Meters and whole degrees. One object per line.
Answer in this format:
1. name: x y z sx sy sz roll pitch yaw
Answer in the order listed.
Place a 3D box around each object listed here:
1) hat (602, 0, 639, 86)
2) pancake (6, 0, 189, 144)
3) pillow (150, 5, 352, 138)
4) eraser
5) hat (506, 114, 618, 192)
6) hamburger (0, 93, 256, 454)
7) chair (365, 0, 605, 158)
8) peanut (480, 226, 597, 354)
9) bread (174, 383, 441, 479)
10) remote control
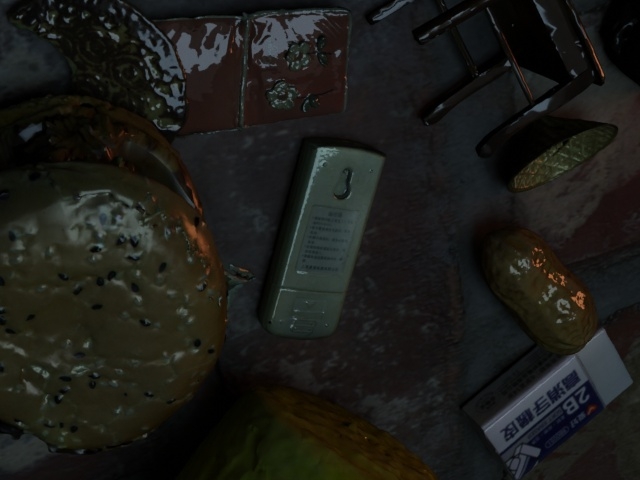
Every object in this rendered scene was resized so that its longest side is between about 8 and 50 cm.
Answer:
1. hat: 0.519 -0.228 1.247 0.336 0.209 0.238 -11 137 -19
2. pancake: -0.215 -0.141 1.042 0.184 0.020 0.191 15 114 -14
3. pillow: -0.079 -0.169 1.102 0.232 0.043 0.126 -10 119 -21
4. eraser: 0.303 0.208 1.461 0.210 0.068 0.124 -39 122 -5
5. hat: 0.269 -0.122 1.290 0.146 0.067 0.146 -24 164 -7
6. hamburger: -0.227 0.023 1.009 0.318 0.195 0.277 34 112 -31
7. chair: 0.229 -0.257 1.147 0.319 0.160 0.186 -36 119 -5
8. peanut: 0.271 0.062 1.351 0.095 0.108 0.226 -49 123 -8
9. bread: -0.018 0.348 1.221 0.348 0.348 0.308 34 89 -34
10. remote control: 0.000 0.000 1.227 0.098 0.038 0.234 6 110 -29
